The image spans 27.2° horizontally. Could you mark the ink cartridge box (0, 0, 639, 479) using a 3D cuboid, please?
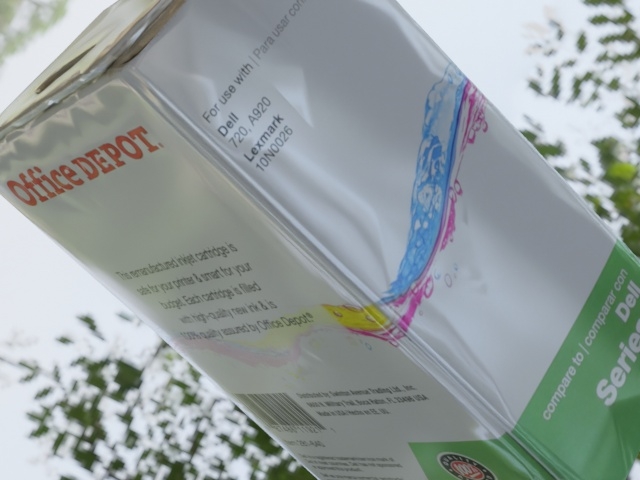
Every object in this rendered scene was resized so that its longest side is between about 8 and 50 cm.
[{"bbox_3d":[0.000,0.000,0.609,0.117,0.278,0.201,-55,-160,-25],"label":"ink cartridge box"}]
